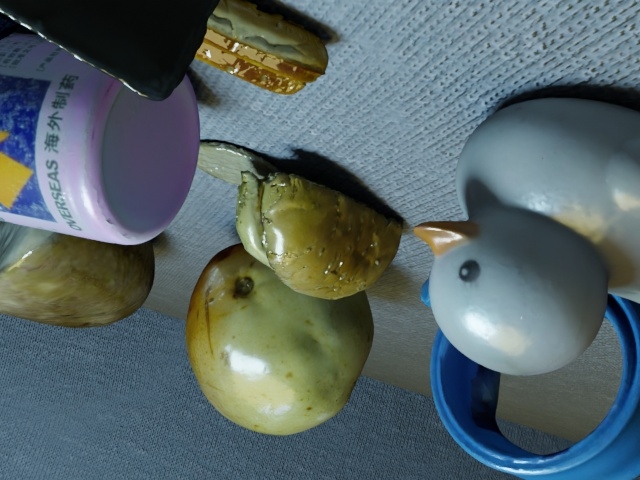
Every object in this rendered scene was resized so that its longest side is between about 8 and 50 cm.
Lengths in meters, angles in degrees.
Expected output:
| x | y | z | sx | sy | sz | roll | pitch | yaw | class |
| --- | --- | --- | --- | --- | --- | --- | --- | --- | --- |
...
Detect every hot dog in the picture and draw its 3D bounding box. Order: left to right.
| x | y | z | sx | sy | sz | roll | pitch | yaw | class |
| --- | --- | --- | --- | --- | --- | --- | --- | --- | --- |
| -0.075 | -0.157 | 0.616 | 0.165 | 0.045 | 0.071 | 22 | 167 | -22 | hot dog |

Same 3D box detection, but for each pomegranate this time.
| x | y | z | sx | sy | sz | roll | pitch | yaw | class |
| --- | --- | --- | --- | --- | --- | --- | --- | --- | --- |
| -0.055 | 0.144 | 1.268 | 0.319 | 0.319 | 0.319 | 15 | 166 | 4 | pomegranate |

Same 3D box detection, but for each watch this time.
| x | y | z | sx | sy | sz | roll | pitch | yaw | class |
| --- | --- | --- | --- | --- | --- | --- | --- | --- | --- |
| 0.223 | 0.124 | 0.911 | 0.305 | 0.274 | 0.241 | -4 | 157 | 41 | watch |

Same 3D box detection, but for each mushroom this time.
| x | y | z | sx | sy | sz | roll | pitch | yaw | class |
| --- | --- | --- | --- | --- | --- | --- | --- | --- | --- |
| -0.404 | 0.044 | 1.386 | 0.314 | 0.224 | 0.397 | 24 | 163 | -23 | mushroom |

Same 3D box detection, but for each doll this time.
| x | y | z | sx | sy | sz | roll | pitch | yaw | class |
| --- | --- | --- | --- | --- | --- | --- | --- | --- | --- |
| 0.194 | 0.012 | 0.646 | 0.251 | 0.221 | 0.221 | 19 | 166 | -12 | doll |

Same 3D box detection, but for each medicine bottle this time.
| x | y | z | sx | sy | sz | roll | pitch | yaw | class |
| --- | --- | --- | --- | --- | --- | --- | --- | --- | --- |
| -0.278 | -0.103 | 0.771 | 0.291 | 0.178 | 0.178 | 10 | 165 | 20 | medicine bottle |

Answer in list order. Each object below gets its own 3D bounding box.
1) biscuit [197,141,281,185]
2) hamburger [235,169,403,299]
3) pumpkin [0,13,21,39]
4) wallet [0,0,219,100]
| x | y | z | sx | sy | sz | roll | pitch | yaw | class |
| --- | --- | --- | --- | --- | --- | --- | --- | --- | --- |
| -0.100 | -0.087 | 0.975 | 0.120 | 0.015 | 0.120 | 15 | 165 | 4 | biscuit |
| 0.000 | 0.000 | 0.973 | 0.124 | 0.130 | 0.262 | 0 | 164 | 35 | hamburger |
| -0.231 | -0.188 | 0.452 | 0.194 | 0.149 | 0.194 | 16 | 163 | 5 | pumpkin |
| -0.154 | -0.189 | 0.381 | 0.285 | 0.146 | 0.030 | 28 | 175 | -41 | wallet |
